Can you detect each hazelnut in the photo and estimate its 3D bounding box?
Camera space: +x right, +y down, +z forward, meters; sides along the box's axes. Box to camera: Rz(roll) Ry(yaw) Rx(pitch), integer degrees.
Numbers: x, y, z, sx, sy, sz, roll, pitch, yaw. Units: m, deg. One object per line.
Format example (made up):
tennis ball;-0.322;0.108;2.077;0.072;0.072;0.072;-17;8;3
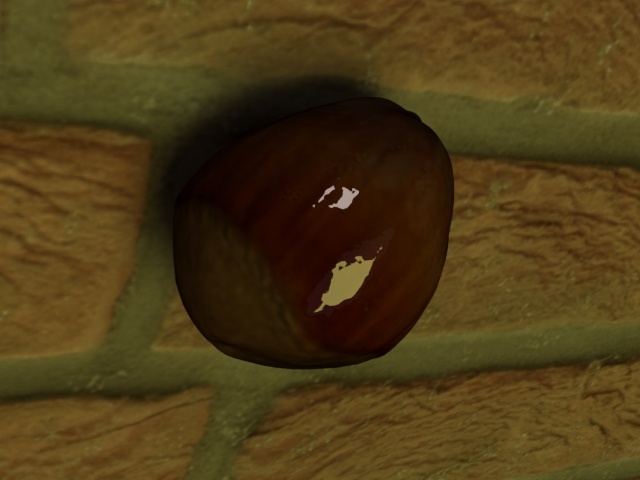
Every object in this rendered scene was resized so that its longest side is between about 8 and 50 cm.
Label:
hazelnut;-0.007;-0.007;0.746;0.186;0.210;0.210;0;131;-5
